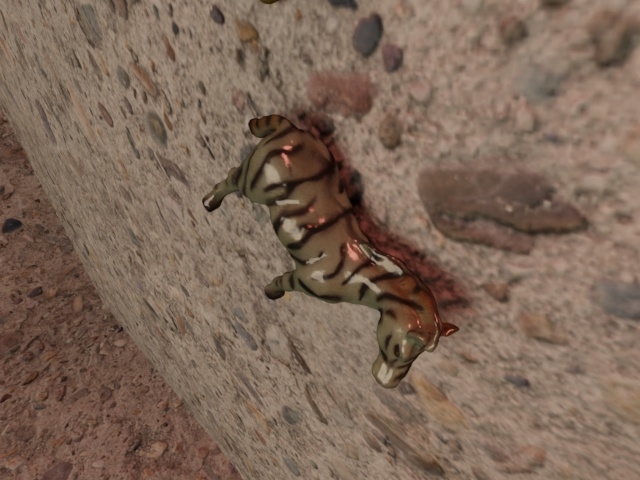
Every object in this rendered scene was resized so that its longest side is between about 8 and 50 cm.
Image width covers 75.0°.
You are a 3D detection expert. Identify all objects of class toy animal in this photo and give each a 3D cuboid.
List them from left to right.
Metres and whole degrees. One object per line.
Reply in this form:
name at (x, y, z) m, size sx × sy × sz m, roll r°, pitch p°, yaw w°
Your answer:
toy animal at (-0.005, 0.011, 0.383) m, size 0.255 × 0.090 × 0.170 m, roll 50°, pitch 142°, yaw 9°

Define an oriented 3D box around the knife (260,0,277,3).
knife at (0.052, -0.167, 0.214) m, size 0.298 × 0.017 × 0.047 m, roll 11°, pitch 130°, yaw 49°
